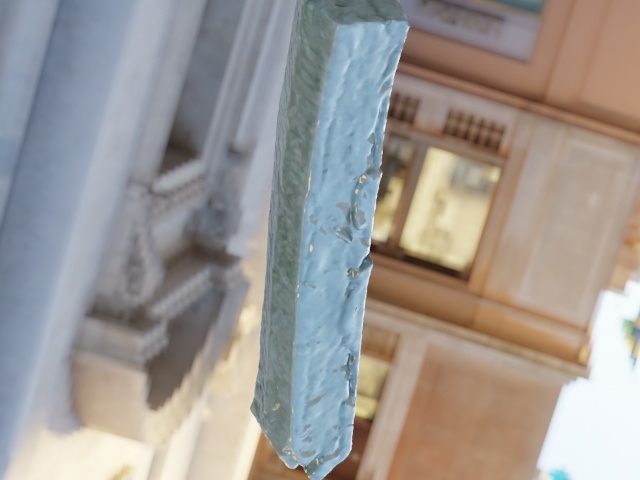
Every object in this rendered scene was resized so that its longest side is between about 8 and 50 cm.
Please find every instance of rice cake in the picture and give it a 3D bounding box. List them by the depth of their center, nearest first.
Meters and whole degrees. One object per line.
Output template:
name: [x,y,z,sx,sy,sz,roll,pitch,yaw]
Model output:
rice cake: [0.000,0.000,0.762,0.042,0.245,0.045,-14,-139,-23]
